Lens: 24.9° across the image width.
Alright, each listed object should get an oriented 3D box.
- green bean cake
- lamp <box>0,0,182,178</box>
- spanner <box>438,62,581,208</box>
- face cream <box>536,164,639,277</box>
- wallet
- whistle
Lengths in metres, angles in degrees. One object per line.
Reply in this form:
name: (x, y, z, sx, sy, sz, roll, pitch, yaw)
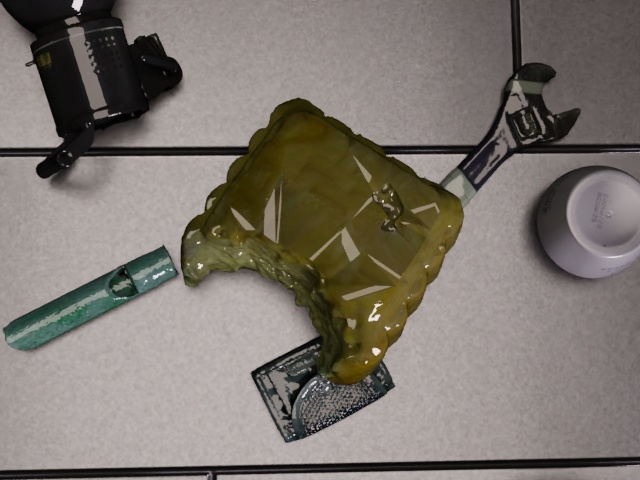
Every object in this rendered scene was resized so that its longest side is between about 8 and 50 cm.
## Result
green bean cake: (0.000, 0.000, 1.451, 0.236, 0.124, 0.233, 33, 80, 7)
lamp: (-0.237, -0.197, 1.479, 0.172, 0.147, 0.227, -20, 93, -29)
spanner: (0.155, -0.057, 1.534, 0.087, 0.024, 0.316, 42, 82, -2)
face cream: (0.285, -0.020, 1.495, 0.117, 0.104, 0.117, 0, 84, -4)
wallet: (0.003, 0.145, 1.494, 0.129, 0.026, 0.088, -27, 86, -7)
whistle: (-0.236, 0.061, 1.484, 0.186, 0.039, 0.039, -27, 85, -7)
